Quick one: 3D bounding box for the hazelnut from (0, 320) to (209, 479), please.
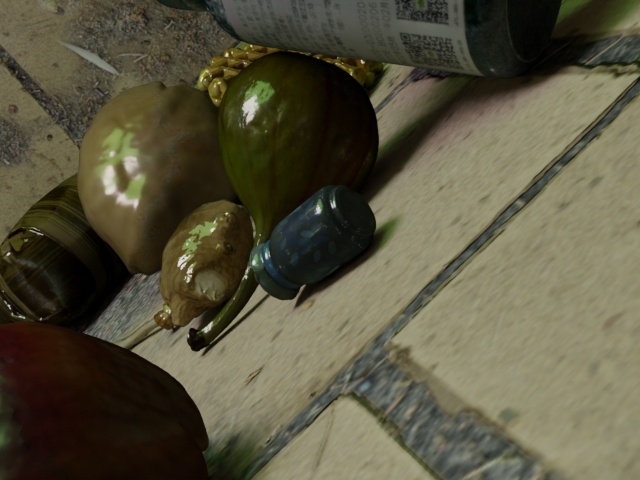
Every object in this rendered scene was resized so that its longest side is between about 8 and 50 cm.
[{"bbox_3d":[-0.149,0.134,0.658,0.170,0.160,0.202,-52,48,15],"label":"hazelnut"}]

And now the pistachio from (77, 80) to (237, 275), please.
[{"bbox_3d":[-0.160,-0.068,1.292,0.293,0.162,0.182,-94,8,-70],"label":"pistachio"}]

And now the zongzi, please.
[{"bbox_3d":[-0.306,0.018,1.557,0.286,0.134,0.288,-45,4,-37],"label":"zongzi"}]

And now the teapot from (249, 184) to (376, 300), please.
[{"bbox_3d":[-0.003,-0.003,0.834,0.083,0.049,0.063,-36,15,32],"label":"teapot"}]

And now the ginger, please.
[{"bbox_3d":[-0.087,0.002,1.033,0.096,0.067,0.165,-62,5,22],"label":"ginger"}]

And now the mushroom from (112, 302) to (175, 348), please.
[{"bbox_3d":[-0.197,0.106,1.155,0.286,0.028,0.026,-31,60,48],"label":"mushroom"}]

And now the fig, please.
[{"bbox_3d":[-0.039,-0.027,0.935,0.124,0.124,0.236,-15,49,65],"label":"fig"}]

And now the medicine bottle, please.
[{"bbox_3d":[0.015,-0.200,0.896,0.293,0.141,0.141,11,44,27],"label":"medicine bottle"}]

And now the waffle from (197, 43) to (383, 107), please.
[{"bbox_3d":[-0.035,-0.168,1.284,0.191,0.038,0.191,-4,25,2],"label":"waffle"}]
